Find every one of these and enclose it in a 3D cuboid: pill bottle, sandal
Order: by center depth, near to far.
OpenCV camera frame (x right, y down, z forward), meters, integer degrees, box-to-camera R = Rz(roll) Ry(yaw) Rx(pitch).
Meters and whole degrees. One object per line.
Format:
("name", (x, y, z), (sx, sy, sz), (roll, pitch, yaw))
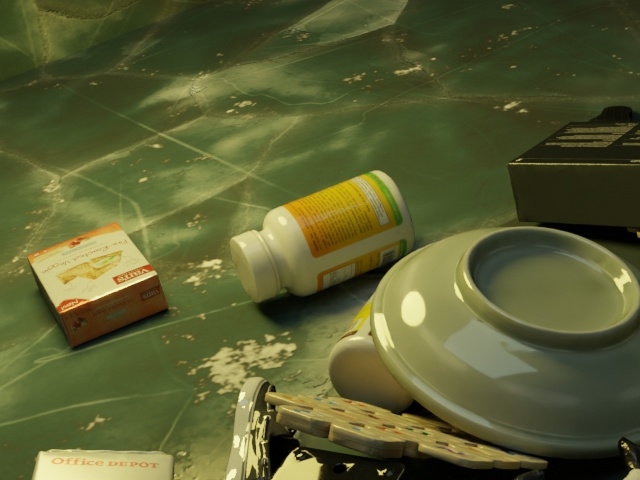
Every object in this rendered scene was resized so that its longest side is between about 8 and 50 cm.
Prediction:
("pill bottle", (0.103, 0.116, 1.578), (0.117, 0.117, 0.215), (3, 32, 29))
("pill bottle", (0.000, 0.000, 1.819), (0.246, 0.136, 0.136), (-21, 29, -16))
("sandal", (0.486, -0.189, 2.081), (0.067, 0.040, 0.179), (5, 18, 21))

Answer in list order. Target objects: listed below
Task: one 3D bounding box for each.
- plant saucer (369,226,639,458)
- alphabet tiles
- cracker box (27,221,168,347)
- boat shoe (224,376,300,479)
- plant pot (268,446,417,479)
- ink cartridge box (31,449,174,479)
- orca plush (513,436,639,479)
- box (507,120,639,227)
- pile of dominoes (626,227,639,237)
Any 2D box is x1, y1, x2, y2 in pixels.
("plant saucer", (0.262, 0.082, 1.466), (0.401, 0.100, 0.400), (6, 35, -4))
("alphabet tiles", (0.088, 0.208, 1.342), (0.278, 0.021, 0.284), (13, 0, 38))
("cracker box", (-0.347, 0.062, 1.929), (0.156, 0.067, 0.232), (-22, 29, -16))
("boat shoe", (-0.062, 0.243, 1.459), (0.076, 0.080, 0.228), (-2, 30, 7))
("plant pot", (0.015, 0.308, 1.203), (0.188, 0.167, 0.188), (4, 33, 31))
("ink cartridge box", (-0.238, 0.321, 1.335), (0.154, 0.093, 0.212), (3, 29, -5))
("orca plush", (0.220, 0.286, 1.231), (0.287, 0.151, 0.102), (-39, 5, -35))
("box", (0.433, -0.098, 1.812), (0.261, 0.103, 0.184), (4, 24, 43))
("pile of dominoes", (0.515, -0.042, 1.811), (0.196, 0.040, 0.251), (-19, 20, -8))
